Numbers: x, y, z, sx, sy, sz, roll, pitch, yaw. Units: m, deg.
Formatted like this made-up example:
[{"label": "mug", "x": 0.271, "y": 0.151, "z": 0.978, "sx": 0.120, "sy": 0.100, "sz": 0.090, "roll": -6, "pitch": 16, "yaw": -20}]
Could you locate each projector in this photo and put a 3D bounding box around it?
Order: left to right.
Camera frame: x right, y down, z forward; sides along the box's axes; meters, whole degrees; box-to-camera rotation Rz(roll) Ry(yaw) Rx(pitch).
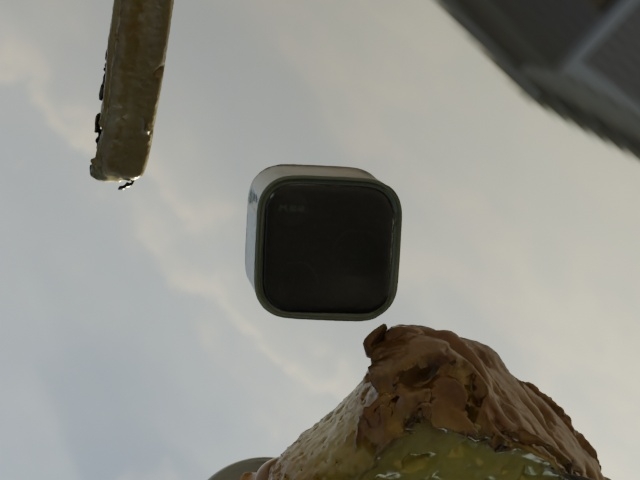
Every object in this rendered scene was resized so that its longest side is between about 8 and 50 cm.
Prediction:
[{"label": "projector", "x": 0.000, "y": 0.000, "z": 1.046, "sx": 0.083, "sy": 0.083, "sz": 0.082, "roll": 3, "pitch": -173, "yaw": -7}]

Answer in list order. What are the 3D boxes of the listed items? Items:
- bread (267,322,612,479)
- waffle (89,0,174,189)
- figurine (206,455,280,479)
[{"label": "bread", "x": 0.076, "y": 0.145, "z": 1.021, "sx": 0.261, "sy": 0.160, "sz": 0.147, "roll": 31, "pitch": -159, "yaw": -39}, {"label": "waffle", "x": -0.058, "y": -0.102, "z": 0.620, "sx": 0.023, "sy": 0.152, "sz": 0.097, "roll": 10, "pitch": -138, "yaw": -3}, {"label": "figurine", "x": -0.020, "y": 0.196, "z": 1.325, "sx": 0.250, "sy": 0.166, "sz": 0.141, "roll": 10, "pitch": 142, "yaw": 32}]
